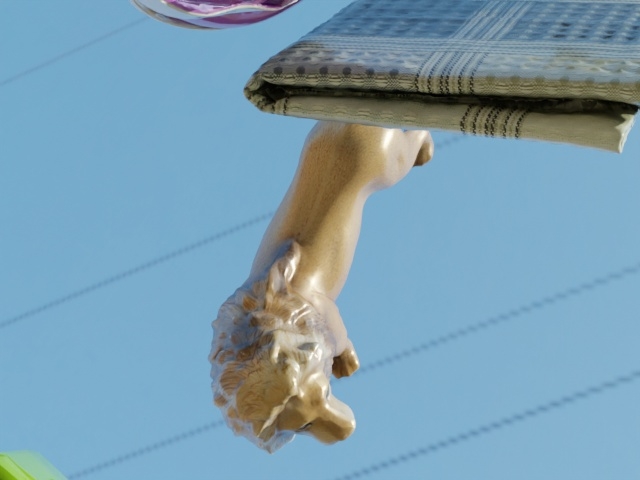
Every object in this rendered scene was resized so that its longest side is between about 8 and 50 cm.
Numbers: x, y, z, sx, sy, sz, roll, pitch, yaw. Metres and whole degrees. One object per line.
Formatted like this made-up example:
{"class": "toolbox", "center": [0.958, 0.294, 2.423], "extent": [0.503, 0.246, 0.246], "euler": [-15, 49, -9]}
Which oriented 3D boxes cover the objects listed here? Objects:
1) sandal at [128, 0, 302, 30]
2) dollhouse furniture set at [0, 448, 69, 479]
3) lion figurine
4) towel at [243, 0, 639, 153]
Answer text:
{"class": "sandal", "center": [-0.065, -0.201, 1.151], "extent": [0.169, 0.416, 0.102], "euler": [-29, -105, 4]}
{"class": "dollhouse furniture set", "center": [-0.040, 0.223, 0.417], "extent": [0.301, 0.151, 0.197], "euler": [42, -82, 6]}
{"class": "lion figurine", "center": [0.000, 0.000, 1.525], "extent": [0.142, 0.240, 0.392], "euler": [10, -104, 10]}
{"class": "towel", "center": [0.146, -0.139, 1.306], "extent": [0.324, 0.312, 0.056], "euler": [3, -69, 19]}
